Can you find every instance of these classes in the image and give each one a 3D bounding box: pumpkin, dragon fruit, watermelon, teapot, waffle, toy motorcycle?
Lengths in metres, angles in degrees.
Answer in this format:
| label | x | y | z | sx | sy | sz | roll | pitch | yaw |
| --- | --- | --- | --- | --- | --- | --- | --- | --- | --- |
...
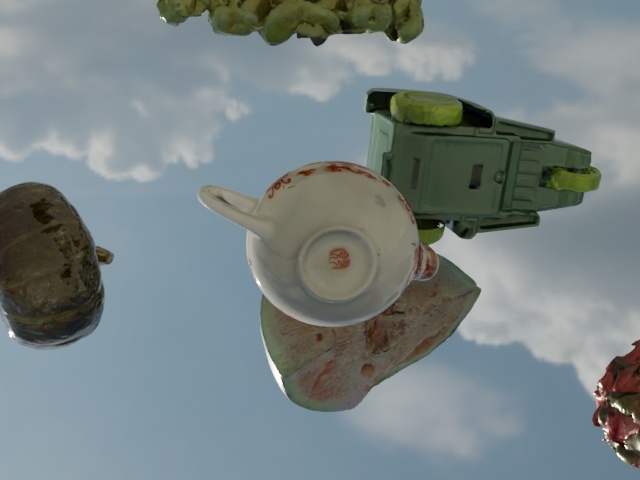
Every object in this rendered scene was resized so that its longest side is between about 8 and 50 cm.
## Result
| label | x | y | z | sx | sy | sz | roll | pitch | yaw |
| --- | --- | --- | --- | --- | --- | --- | --- | --- | --- |
| pumpkin | -0.341 | 0.030 | 1.521 | 0.162 | 0.219 | 0.219 | -16 | -148 | -19 |
| dragon fruit | 0.381 | 0.182 | 1.244 | 0.166 | 0.160 | 0.172 | -9 | -151 | -31 |
| watermelon | 0.035 | 0.109 | 1.679 | 0.322 | 0.175 | 0.188 | -10 | -134 | -32 |
| teapot | 0.000 | 0.000 | 1.137 | 0.245 | 0.159 | 0.116 | 28 | -154 | -8 |
| waffle | -0.044 | -0.302 | 1.184 | 0.317 | 0.073 | 0.297 | 4 | -132 | -20 |
| toy motorcycle | 0.207 | -0.107 | 1.659 | 0.326 | 0.191 | 0.200 | 1 | -163 | -21 |
